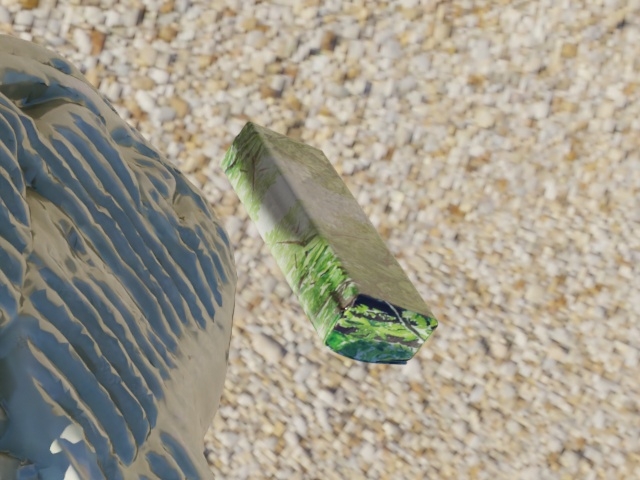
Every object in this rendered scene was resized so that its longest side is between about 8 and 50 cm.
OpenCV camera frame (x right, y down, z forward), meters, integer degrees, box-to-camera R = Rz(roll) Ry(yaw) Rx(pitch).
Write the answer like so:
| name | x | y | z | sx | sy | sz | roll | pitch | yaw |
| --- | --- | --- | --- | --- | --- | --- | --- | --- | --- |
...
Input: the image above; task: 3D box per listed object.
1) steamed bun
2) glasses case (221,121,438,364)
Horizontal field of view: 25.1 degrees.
| name | x | y | z | sx | sy | sz | roll | pitch | yaw |
| --- | --- | --- | --- | --- | --- | --- | --- | --- | --- |
| steamed bun | -0.215 | 0.031 | 0.647 | 0.237 | 0.394 | 0.346 | -28 | 77 | 18 |
| glasses case | 0.000 | 0.000 | 1.258 | 0.095 | 0.272 | 0.062 | 21 | 114 | -35 |
